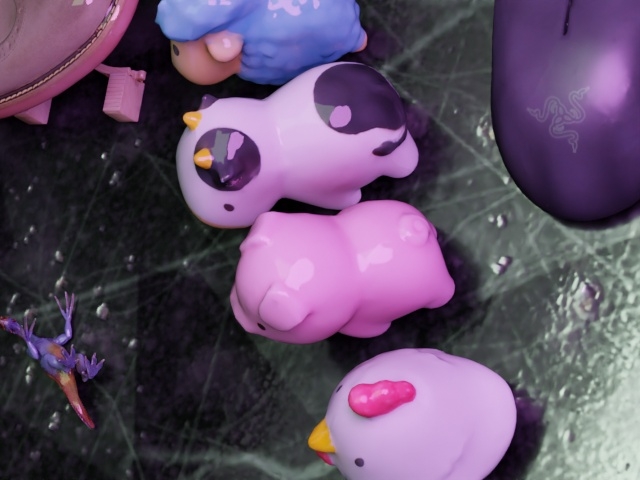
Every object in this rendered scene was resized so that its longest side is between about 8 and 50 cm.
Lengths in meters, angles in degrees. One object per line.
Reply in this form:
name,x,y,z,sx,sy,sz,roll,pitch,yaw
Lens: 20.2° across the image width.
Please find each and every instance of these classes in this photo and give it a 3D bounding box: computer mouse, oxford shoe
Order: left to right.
oxford shoe,-0.276,-0.163,1.242,0.348,0.130,0.123,-2,63,37
computer mouse,0.154,-0.149,1.087,0.188,0.072,0.272,-5,72,25

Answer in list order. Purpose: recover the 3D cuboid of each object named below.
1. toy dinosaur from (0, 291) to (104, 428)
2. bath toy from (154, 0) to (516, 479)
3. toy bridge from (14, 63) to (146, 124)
toy dinosaur,-0.189,0.078,1.214,0.082,0.047,0.090,2,85,46
bath toy,0.000,0.000,1.088,0.151,0.129,0.348,-29,64,17
toy bridge,-0.203,-0.116,1.287,0.188,0.026,0.063,1,74,29
